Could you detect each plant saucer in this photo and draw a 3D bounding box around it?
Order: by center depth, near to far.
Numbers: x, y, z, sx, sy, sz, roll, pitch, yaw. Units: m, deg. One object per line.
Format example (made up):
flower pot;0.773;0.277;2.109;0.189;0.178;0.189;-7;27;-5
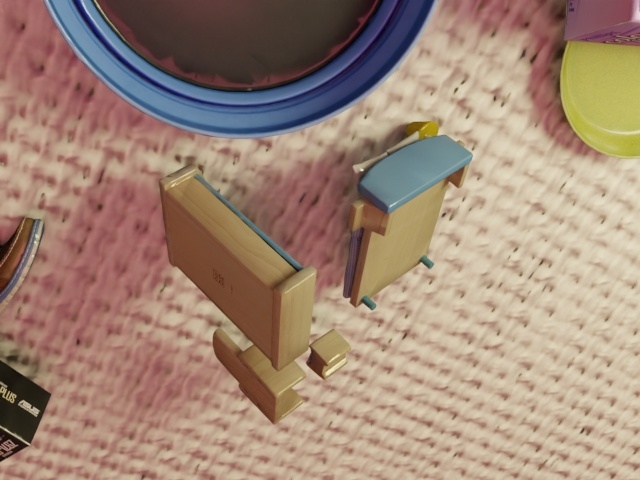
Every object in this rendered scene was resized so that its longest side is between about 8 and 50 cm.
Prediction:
plant saucer;0.387;-0.215;0.862;0.241;0.037;0.241;-5;119;-9

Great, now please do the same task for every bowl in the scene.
bowl;-0.071;-0.291;0.695;0.391;0.077;0.391;-6;120;-11

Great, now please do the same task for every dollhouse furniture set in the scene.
dollhouse furniture set;0.000;0.000;0.879;0.303;0.198;0.286;-32;149;-29

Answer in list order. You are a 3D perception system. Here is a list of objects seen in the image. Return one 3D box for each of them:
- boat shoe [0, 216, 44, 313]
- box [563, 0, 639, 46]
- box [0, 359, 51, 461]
boat shoe;-0.372;0.042;0.819;0.066;0.066;0.183;30;108;-23
box;0.386;-0.306;0.729;0.243;0.117;0.214;1;96;-12
box;-0.438;0.204;0.858;0.180;0.077;0.147;-31;121;25
